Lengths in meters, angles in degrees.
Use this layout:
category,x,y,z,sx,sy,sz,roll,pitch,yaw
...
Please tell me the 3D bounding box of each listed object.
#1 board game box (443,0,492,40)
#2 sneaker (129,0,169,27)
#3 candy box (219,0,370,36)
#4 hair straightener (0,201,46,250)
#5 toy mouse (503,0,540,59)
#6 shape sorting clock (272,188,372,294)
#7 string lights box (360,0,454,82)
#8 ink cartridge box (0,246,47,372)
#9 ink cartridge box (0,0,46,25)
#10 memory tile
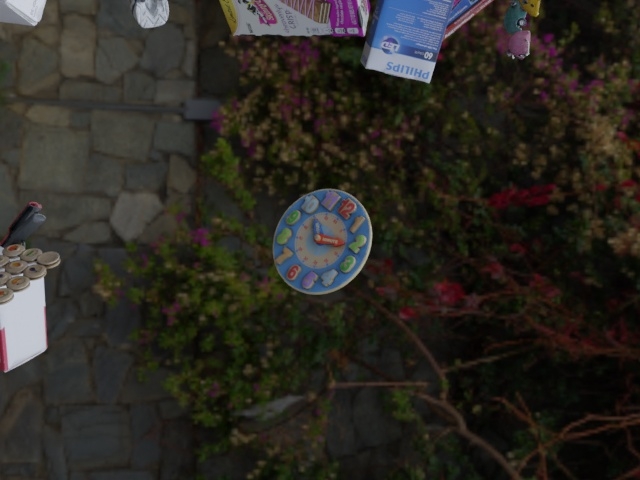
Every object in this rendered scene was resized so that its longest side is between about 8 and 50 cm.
category,x,y,z,sx,sy,sz,roll,pitch,yaw
board game box,0.330,-0.580,1.866,0.145,0.281,0.027,55,9,19
sneaker,-0.354,-0.556,1.654,0.153,0.094,0.235,52,-29,41
candy box,-0.047,-0.407,1.353,0.159,0.233,0.071,68,29,-59
hair straightener,-0.744,0.013,2.020,0.047,0.230,0.089,33,18,-54
toy mouse,0.299,-0.324,1.272,0.143,0.031,0.161,101,-3,-64
shape sorting clock,0.000,0.000,1.569,0.040,0.206,0.206,40,44,-58
string lights box,0.175,-0.442,1.582,0.077,0.133,0.259,-105,-152,-65
ink cartridge box,-0.760,0.122,1.857,0.131,0.306,0.226,-37,140,-51
ink cartridge box,-0.713,-0.578,1.744,0.117,0.283,0.207,35,67,-74
memory tile,-0.503,0.051,1.349,0.148,0.113,0.012,-49,146,-50
